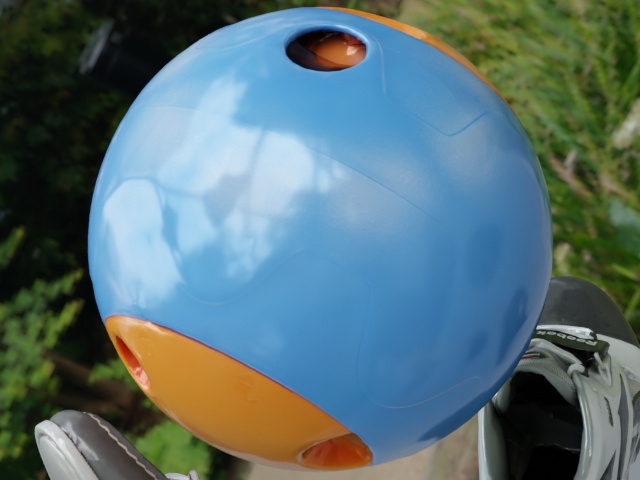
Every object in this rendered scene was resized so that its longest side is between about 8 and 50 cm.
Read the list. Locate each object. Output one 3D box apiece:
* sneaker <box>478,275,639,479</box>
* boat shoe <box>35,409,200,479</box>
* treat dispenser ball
[{"bbox_3d":[0.180,0.116,1.121,0.331,0.122,0.146,-78,-24,-49],"label":"sneaker"},{"bbox_3d":[-0.064,0.225,0.974,0.095,0.335,0.112,-39,21,-23],"label":"boat shoe"},{"bbox_3d":[0.000,0.000,0.934,0.288,0.288,0.288,-58,14,24],"label":"treat dispenser ball"}]
